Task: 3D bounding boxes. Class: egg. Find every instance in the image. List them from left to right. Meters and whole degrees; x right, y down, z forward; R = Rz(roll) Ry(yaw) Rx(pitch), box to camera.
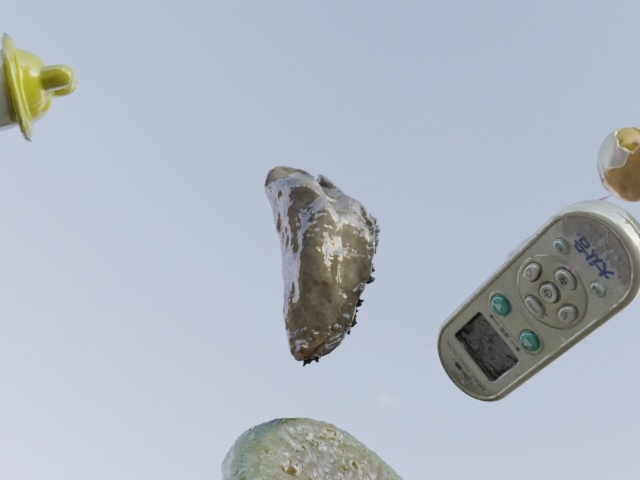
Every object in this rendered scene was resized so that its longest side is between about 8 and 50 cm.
[{"bbox_3d":[0.347,-0.083,0.903,0.071,0.083,0.071,6,-28,3],"label":"egg"}]

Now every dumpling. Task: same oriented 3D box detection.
[{"bbox_3d":[-0.005,0.000,1.153,0.166,0.332,0.086,-25,-31,20],"label":"dumpling"}]

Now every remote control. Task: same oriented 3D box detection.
[{"bbox_3d":[0.159,0.049,0.593,0.078,0.042,0.221,52,-38,15],"label":"remote control"}]

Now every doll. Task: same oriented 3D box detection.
[{"bbox_3d":[-0.337,-0.133,0.699,0.241,0.099,0.135,-4,-31,-15],"label":"doll"}]

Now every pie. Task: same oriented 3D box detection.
[{"bbox_3d":[0.020,0.288,0.788,0.277,0.277,0.078,36,-69,-22],"label":"pie"}]

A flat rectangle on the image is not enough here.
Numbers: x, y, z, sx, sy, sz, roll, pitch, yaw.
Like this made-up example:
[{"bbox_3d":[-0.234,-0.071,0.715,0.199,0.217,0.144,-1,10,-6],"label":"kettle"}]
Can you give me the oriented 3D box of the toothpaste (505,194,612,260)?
[{"bbox_3d":[0.359,-0.017,1.212,0.190,0.048,0.031,-39,-104,34],"label":"toothpaste"}]
